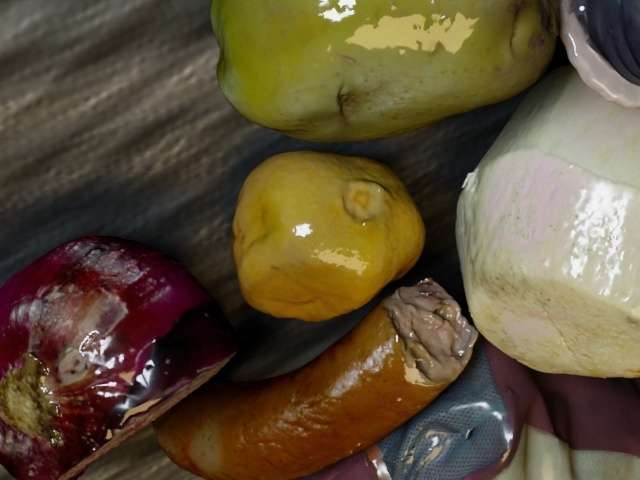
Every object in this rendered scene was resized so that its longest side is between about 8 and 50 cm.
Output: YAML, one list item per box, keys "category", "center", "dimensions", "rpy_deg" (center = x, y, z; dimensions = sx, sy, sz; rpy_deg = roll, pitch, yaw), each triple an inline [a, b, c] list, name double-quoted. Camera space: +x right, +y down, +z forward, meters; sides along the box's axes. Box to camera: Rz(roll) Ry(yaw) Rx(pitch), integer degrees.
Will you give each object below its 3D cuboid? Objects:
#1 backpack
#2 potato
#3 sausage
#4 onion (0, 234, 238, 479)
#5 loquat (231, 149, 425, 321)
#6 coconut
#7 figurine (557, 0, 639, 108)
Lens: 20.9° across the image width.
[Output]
- category: "backpack"
  center: [0.098, 0.190, 1.366]
  dimensions: [0.283, 0.197, 0.317]
  rpy_deg: [22, 131, -40]
- category: "potato"
  center: [0.035, -0.128, 1.006]
  dimensions: [0.200, 0.137, 0.155]
  rpy_deg: [-9, 127, 8]
- category: "sausage"
  center: [-0.015, 0.117, 1.247]
  dimensions: [0.076, 0.103, 0.302]
  rpy_deg: [22, 145, -38]
- category: "onion"
  center: [-0.138, 0.070, 1.193]
  dimensions: [0.195, 0.140, 0.218]
  rpy_deg: [-50, 168, 34]
- category: "loquat"
  center: [0.000, 0.000, 1.172]
  dimensions: [0.137, 0.113, 0.137]
  rpy_deg: [-15, 154, -7]
- category: "coconut"
  center: [0.202, -0.016, 1.172]
  dimensions: [0.197, 0.237, 0.237]
  rpy_deg: [24, 139, 12]
- category: "figurine"
  center: [0.314, -0.209, 0.973]
  dimensions: [0.361, 0.211, 0.253]
  rpy_deg: [-12, 109, -7]
